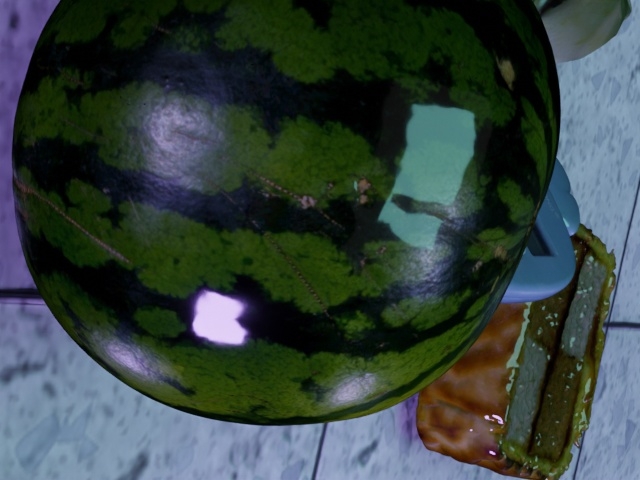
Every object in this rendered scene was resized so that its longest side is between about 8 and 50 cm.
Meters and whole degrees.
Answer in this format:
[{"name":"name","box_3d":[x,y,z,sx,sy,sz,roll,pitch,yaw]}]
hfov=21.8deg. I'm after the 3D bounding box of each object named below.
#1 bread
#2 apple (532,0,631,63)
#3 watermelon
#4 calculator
[{"name":"bread","box_3d":[0.161,0.081,1.355,0.181,0.096,0.222,19,83,-58]},{"name":"apple","box_3d":[0.125,-0.195,1.126,0.188,0.174,0.207,1,99,-78]},{"name":"watermelon","box_3d":[-0.018,-0.041,0.854,0.285,0.285,0.285,-28,124,-50]},{"name":"calculator","box_3d":[0.100,-0.040,1.171,0.303,0.042,0.188,5,55,-57]}]
